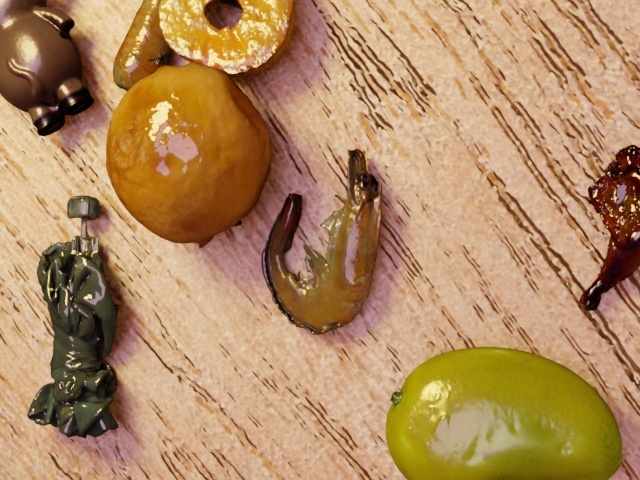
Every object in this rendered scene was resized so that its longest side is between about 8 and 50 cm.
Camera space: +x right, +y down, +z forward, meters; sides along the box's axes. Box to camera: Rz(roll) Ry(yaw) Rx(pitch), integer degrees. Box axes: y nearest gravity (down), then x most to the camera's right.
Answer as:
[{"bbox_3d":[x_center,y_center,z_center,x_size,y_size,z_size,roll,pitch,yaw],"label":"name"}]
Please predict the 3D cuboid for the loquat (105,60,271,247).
[{"bbox_3d":[-0.177,-0.115,1.197,0.238,0.193,0.238,5,110,13],"label":"loquat"}]

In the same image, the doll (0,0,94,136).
[{"bbox_3d":[-0.429,-0.288,1.323,0.182,0.117,0.257,-32,80,13],"label":"doll"}]

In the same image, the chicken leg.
[{"bbox_3d":[0.364,-0.014,1.100,0.093,0.053,0.205,4,83,41],"label":"chicken leg"}]

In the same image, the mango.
[{"bbox_3d":[0.213,0.218,1.093,0.272,0.149,0.186,-12,78,12],"label":"mango"}]

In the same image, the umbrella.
[{"bbox_3d":[-0.354,0.108,1.307,0.143,0.094,0.349,1,88,14],"label":"umbrella"}]

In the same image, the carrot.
[{"bbox_3d":[-0.222,-0.349,1.286,0.078,0.078,0.298,17,91,17],"label":"carrot"}]

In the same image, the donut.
[{"bbox_3d":[-0.121,-0.302,1.237,0.190,0.074,0.174,3,84,12],"label":"donut"}]

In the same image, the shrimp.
[{"bbox_3d":[0.001,0.000,1.217,0.173,0.058,0.253,6,93,26],"label":"shrimp"}]
